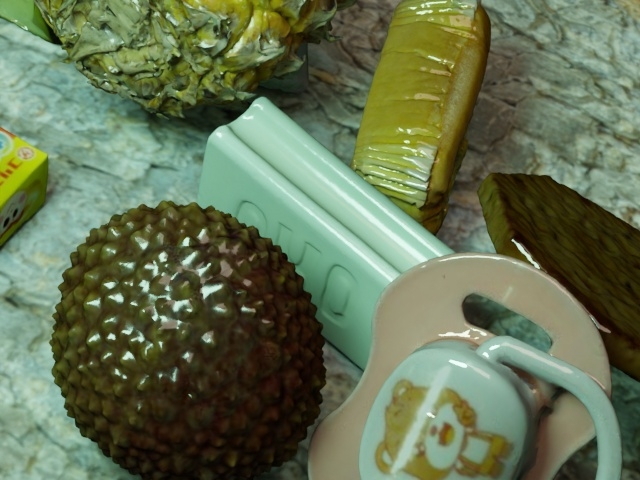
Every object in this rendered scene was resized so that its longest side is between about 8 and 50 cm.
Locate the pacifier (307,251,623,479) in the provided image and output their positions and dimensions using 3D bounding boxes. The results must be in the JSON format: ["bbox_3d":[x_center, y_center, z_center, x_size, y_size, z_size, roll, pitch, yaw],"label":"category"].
[{"bbox_3d":[0.130,0.168,1.812,0.220,0.332,0.273,19,14,-22],"label":"pacifier"}]

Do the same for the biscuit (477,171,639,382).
[{"bbox_3d":[0.299,0.053,1.950,0.359,0.046,0.359,31,20,-12],"label":"biscuit"}]

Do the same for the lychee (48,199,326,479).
[{"bbox_3d":[-0.119,0.089,1.815,0.267,0.267,0.267,6,52,-7],"label":"lychee"}]

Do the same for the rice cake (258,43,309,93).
[{"bbox_3d":[-0.095,-0.258,2.222,0.189,0.037,0.198,11,51,-2],"label":"rice cake"}]

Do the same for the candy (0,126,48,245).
[{"bbox_3d":[-0.425,-0.084,1.990,0.276,0.088,0.146,31,52,11],"label":"candy"}]

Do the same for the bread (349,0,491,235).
[{"bbox_3d":[0.102,-0.125,2.089,0.119,0.152,0.288,12,51,5],"label":"bread"}]

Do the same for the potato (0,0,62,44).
[{"bbox_3d":[-0.367,-0.426,2.146,0.330,0.280,0.213,26,54,11],"label":"potato"}]

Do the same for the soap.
[{"bbox_3d":[0.000,0.000,1.965,0.265,0.160,0.087,40,57,18],"label":"soap"}]

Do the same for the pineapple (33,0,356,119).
[{"bbox_3d":[-0.132,-0.301,2.020,0.352,0.352,0.300,34,54,15],"label":"pineapple"}]
